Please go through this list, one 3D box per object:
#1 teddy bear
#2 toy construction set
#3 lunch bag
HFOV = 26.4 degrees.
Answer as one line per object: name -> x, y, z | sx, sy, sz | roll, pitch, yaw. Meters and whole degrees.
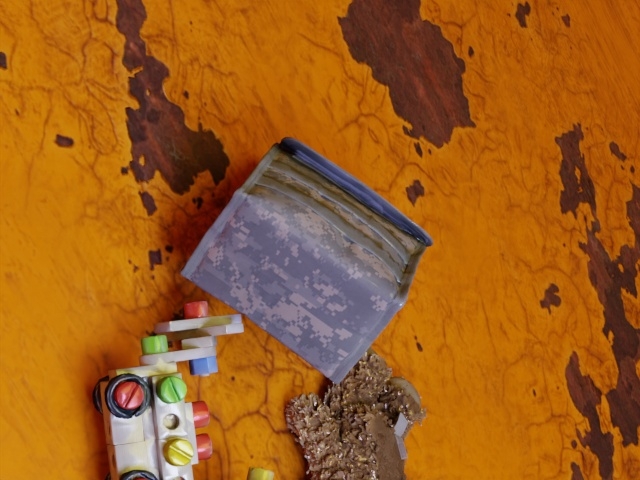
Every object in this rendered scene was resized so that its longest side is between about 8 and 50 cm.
teddy bear -> 0.047, 0.281, 1.728 | 0.245, 0.113, 0.338 | 33, 46, -45
toy construction set -> -0.135, 0.219, 1.499 | 0.215, 0.151, 0.327 | -6, 72, -24
lunch bag -> 0.000, 0.000, 1.655 | 0.235, 0.169, 0.287 | 36, 26, -3
